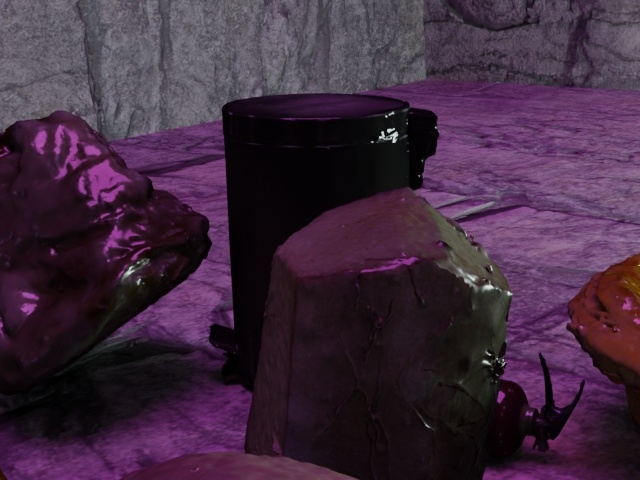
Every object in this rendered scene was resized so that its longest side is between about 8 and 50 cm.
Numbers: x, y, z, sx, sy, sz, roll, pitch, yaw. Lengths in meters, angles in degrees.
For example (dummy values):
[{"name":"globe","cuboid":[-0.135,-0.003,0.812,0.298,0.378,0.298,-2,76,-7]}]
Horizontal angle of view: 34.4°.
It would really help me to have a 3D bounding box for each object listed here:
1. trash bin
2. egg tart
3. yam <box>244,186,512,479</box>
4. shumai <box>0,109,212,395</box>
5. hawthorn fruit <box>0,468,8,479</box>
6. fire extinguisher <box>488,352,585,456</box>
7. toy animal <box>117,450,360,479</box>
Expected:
[{"name":"trash bin","cuboid":[0.000,0.000,1.128,0.252,0.301,0.203,-1,14,-2]},{"name":"egg tart","cuboid":[0.384,0.117,0.896,0.352,0.150,0.352,2,17,-1]},{"name":"yam","cuboid":[0.043,0.106,0.800,0.202,0.271,0.202,-5,22,-12]},{"name":"shumai","cuboid":[-0.297,-0.006,1.125,0.309,0.263,0.304,-35,0,21]},{"name":"hawthorn fruit","cuboid":[-0.292,0.178,0.560,0.277,0.298,0.277,-1,23,0]},{"name":"fire extinguisher","cuboid":[0.126,0.144,0.949,0.231,0.099,0.071,3,10,29]},{"name":"toy animal","cuboid":[-0.027,0.214,0.569,0.227,0.188,0.358,16,-5,-27]}]
